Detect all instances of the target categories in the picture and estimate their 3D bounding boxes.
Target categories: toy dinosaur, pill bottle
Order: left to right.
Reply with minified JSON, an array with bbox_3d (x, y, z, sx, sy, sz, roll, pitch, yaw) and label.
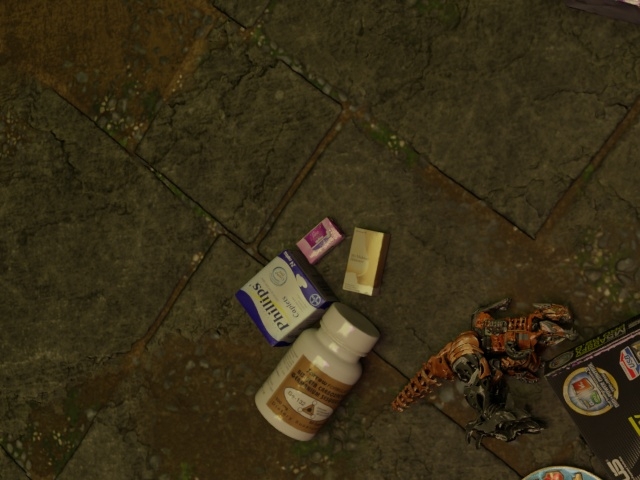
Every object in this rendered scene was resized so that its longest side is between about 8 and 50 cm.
[{"bbox_3d":[-0.002,0.228,1.741,0.131,0.131,0.229,40,102,19],"label":"pill bottle"},{"bbox_3d":[0.280,0.221,1.646,0.322,0.164,0.218,-36,60,35],"label":"toy dinosaur"}]

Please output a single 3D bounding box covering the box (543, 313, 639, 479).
[{"bbox_3d":[0.502,0.255,1.498,0.216,0.060,0.270,-31,98,20],"label":"box"}]

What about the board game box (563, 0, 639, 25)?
[{"bbox_3d":[0.493,-0.502,1.563,0.142,0.144,0.275,21,97,21],"label":"board game box"}]

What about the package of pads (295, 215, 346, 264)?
[{"bbox_3d":[0.000,0.000,1.803,0.083,0.032,0.050,-41,75,16],"label":"package of pads"}]

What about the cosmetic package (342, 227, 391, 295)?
[{"bbox_3d":[0.083,0.037,1.763,0.060,0.041,0.115,11,92,22],"label":"cosmetic package"}]

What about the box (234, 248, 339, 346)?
[{"bbox_3d":[-0.061,0.105,1.802,0.137,0.072,0.126,-42,73,16],"label":"box"}]

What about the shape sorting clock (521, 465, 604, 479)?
[{"bbox_3d":[0.401,0.471,1.618,0.206,0.040,0.206,-1,87,22],"label":"shape sorting clock"}]
